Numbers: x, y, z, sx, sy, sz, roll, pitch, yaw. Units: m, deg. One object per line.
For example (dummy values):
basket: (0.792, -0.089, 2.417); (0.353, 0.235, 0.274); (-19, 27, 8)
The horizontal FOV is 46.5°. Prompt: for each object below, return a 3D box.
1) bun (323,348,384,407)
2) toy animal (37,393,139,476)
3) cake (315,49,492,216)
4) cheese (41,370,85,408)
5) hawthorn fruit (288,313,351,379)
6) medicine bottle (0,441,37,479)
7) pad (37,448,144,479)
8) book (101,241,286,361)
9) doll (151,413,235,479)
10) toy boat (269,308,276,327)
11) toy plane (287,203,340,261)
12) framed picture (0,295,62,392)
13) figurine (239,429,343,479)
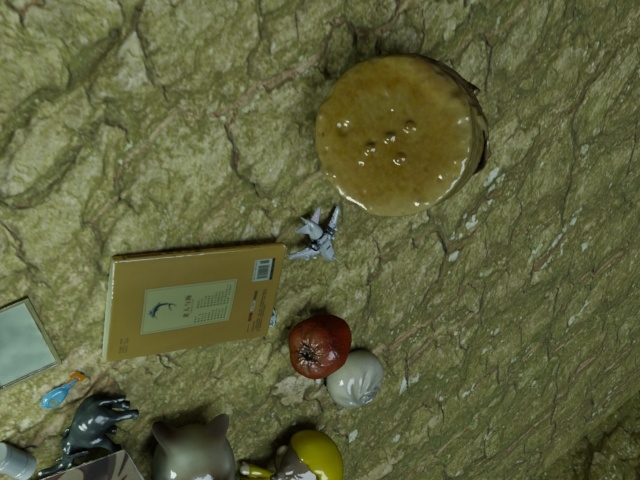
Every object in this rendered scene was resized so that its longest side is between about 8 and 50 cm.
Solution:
bun: (0.104, 0.393, 2.062); (0.172, 0.120, 0.173); (-22, 136, -23)
toy animal: (-0.511, 0.439, 1.668); (0.137, 0.082, 0.269); (20, 116, -41)
cake: (0.183, -0.218, 1.525); (0.332, 0.332, 0.321); (-61, 165, 20)
cheese: (-0.550, 0.320, 1.587); (0.111, 0.017, 0.047); (-42, 141, 0)
hawthorn fruit: (0.033, 0.264, 1.902); (0.165, 0.165, 0.285); (-56, 153, 15)
medicine bottle: (-0.661, 0.474, 1.597); (0.058, 0.058, 0.091); (-41, 138, -2)
pad: (-0.543, 0.610, 1.694); (0.330, 0.004, 0.220); (-21, 111, 4)
book: (-0.270, 0.131, 1.617); (0.389, 0.032, 0.269); (-4, 125, -30)
doll: (-0.317, 0.621, 1.857); (0.215, 0.226, 0.370); (-2, 129, -11)
toy boat: (-0.121, 0.179, 1.779); (0.038, 0.038, 0.083); (-27, 135, -17)
toy plane: (0.000, 0.000, 1.707); (0.162, 0.065, 0.171); (-46, 134, -12)
framed picture: (-0.604, 0.207, 1.460); (0.136, 0.010, 0.201); (-24, 134, -18)
figurine: (-0.099, 0.675, 2.106); (0.343, 0.187, 0.215); (-27, 124, -7)
